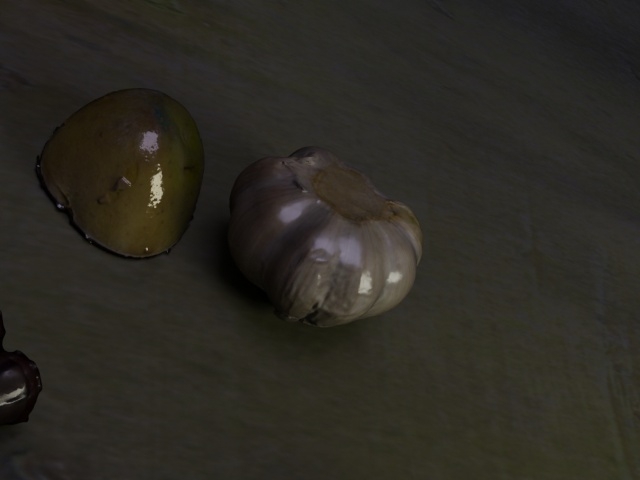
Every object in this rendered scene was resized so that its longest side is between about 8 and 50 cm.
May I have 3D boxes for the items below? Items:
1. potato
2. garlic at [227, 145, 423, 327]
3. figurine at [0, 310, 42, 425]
[{"bbox_3d":[-0.196,-0.094,0.897,0.182,0.117,0.202,29,41,-17],"label":"potato"},{"bbox_3d":[0.000,0.003,0.928,0.228,0.152,0.228,15,44,-16],"label":"garlic"},{"bbox_3d":[-0.373,0.143,0.542,0.218,0.206,0.365,68,18,-1],"label":"figurine"}]
